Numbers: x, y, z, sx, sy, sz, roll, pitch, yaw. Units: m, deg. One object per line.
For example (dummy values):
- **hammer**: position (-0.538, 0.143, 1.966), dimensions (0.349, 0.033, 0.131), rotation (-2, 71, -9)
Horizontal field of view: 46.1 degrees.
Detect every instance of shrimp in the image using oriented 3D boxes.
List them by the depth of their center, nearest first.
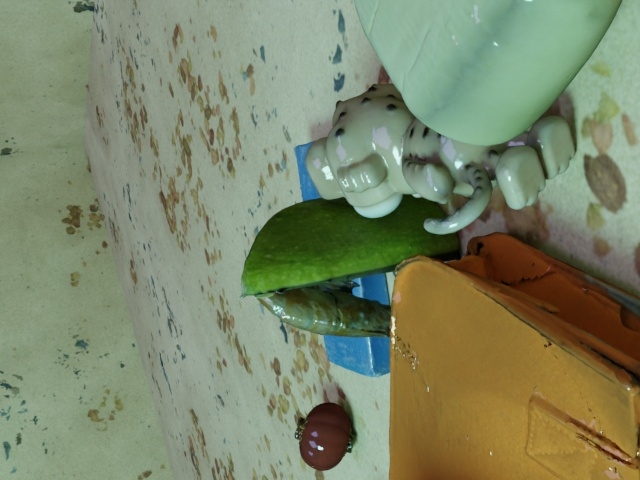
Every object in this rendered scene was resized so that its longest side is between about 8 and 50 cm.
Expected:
- **shrimp**: position (0.019, 0.068, 0.852), dimensions (0.047, 0.223, 0.126), rotation (-65, 32, 18)

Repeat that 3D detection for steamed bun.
- **steamed bun**: position (0.132, -0.210, 0.570), dimensions (0.200, 0.154, 0.250), rotation (119, 141, -50)

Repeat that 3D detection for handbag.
- **handbag**: position (0.185, 0.219, 0.692), dimensions (0.303, 0.116, 0.410), rotation (34, 130, 53)

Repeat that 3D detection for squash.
- **squash**: position (0.000, 0.000, 0.818), dimensions (0.169, 0.252, 0.093), rotation (-6, 93, 65)

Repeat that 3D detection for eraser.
- **eraser**: position (0.033, 0.020, 1.005), dimensions (0.144, 0.042, 0.312), rotation (2, 102, 64)

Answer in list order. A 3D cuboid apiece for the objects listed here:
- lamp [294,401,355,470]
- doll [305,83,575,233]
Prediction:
- **lamp**: position (0.007, 0.290, 1.119), dimensions (0.101, 0.090, 0.101), rotation (-166, 90, -89)
- **doll**: position (0.098, -0.081, 0.710), dimensions (0.278, 0.154, 0.119), rotation (27, 149, 57)
